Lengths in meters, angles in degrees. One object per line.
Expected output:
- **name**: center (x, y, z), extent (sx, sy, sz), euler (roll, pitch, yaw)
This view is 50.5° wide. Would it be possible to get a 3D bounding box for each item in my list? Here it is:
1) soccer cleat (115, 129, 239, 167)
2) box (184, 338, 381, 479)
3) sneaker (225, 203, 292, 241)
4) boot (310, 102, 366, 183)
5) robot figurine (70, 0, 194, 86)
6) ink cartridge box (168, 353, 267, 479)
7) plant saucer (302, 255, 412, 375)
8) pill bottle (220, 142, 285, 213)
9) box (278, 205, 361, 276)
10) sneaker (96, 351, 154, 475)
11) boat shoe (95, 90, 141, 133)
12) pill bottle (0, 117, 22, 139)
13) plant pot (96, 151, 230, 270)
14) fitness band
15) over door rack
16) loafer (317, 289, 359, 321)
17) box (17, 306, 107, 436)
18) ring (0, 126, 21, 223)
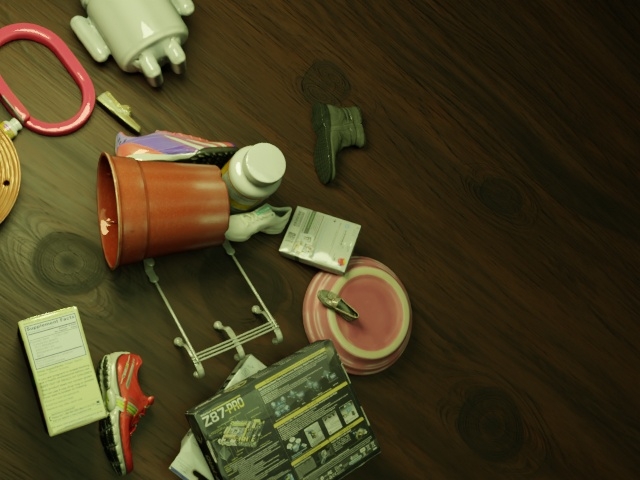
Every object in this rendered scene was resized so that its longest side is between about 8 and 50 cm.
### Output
- **soccer cleat**: center (-0.364, -0.237, 1.743), extent (0.318, 0.108, 0.116), euler (-10, 70, -26)
- **box**: center (-0.082, 0.464, 1.638), extent (0.395, 0.097, 0.318), euler (-25, 92, -28)
- **sneaker**: center (-0.166, -0.058, 1.761), extent (0.212, 0.094, 0.080), euler (-13, 64, -44)
- **boot**: center (0.065, -0.281, 1.956), extent (0.161, 0.083, 0.246), euler (2, 79, -30)
- **robot figurine**: center (-0.472, -0.569, 1.714), extent (0.300, 0.200, 0.353), euler (-31, 92, -12)
- **ink cartridge box**: center (-0.214, 0.460, 1.664), extent (0.165, 0.065, 0.332), euler (43, 63, -11)
- **plant saucer**: center (0.118, 0.201, 1.862), extent (0.332, 0.084, 0.332), euler (6, 76, -23)
- **pill bottle**: center (-0.178, -0.160, 1.723), extent (0.136, 0.246, 0.136), euler (6, 76, -23)
- **box**: center (0.000, 0.000, 1.838), extent (0.186, 0.038, 0.145), euler (17, 69, 10)
- **sneaker**: center (-0.439, 0.395, 1.561), extent (0.118, 0.107, 0.278), euler (0, 80, -33)
- **boat shoe**: center (-0.505, -0.327, 1.726), extent (0.135, 0.050, 0.045), euler (41, 71, -10)
- **pill bottle**: center (-0.749, -0.254, 1.604), extent (0.043, 0.043, 0.083), euler (48, 64, -7)
- **plant pot**: center (-0.371, -0.075, 1.608), extent (0.265, 0.272, 0.272), euler (-4, 80, -27)
- **fitness band**: center (-0.687, -0.393, 1.664), extent (0.209, 0.054, 0.290), euler (-38, 96, -29)
- **over door rack**: center (-0.269, 0.159, 1.698), extent (0.240, 0.108, 0.324), euler (-21, 73, -27)
- **loafer**: center (0.049, 0.166, 1.770), extent (0.125, 0.039, 0.045), euler (37, 67, -12)
- **box**: center (-0.563, 0.284, 1.466), extent (0.117, 0.213, 0.242), euler (-15, 84, -27)
- **ring**: center (-0.848, -0.144, 1.518), extent (0.337, 0.032, 0.336), euler (2, 82, -13)
